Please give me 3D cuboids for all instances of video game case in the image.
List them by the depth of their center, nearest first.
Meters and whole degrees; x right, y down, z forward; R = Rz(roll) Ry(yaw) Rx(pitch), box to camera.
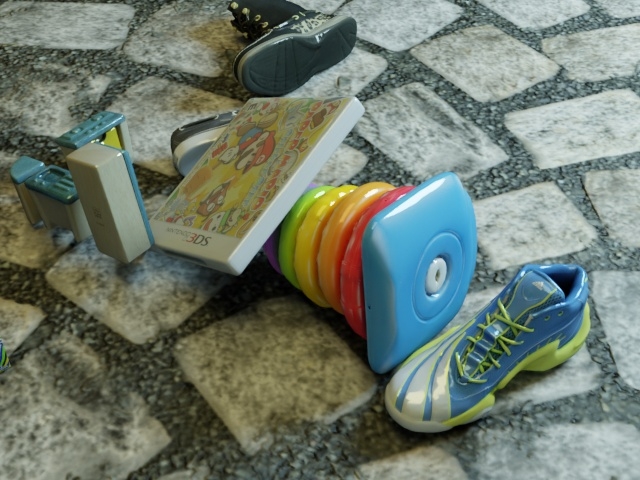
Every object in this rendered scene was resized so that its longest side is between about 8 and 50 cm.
[{"bbox_3d":[-0.082,-0.070,0.953,0.206,0.026,0.227,11,59,52],"label":"video game case"}]

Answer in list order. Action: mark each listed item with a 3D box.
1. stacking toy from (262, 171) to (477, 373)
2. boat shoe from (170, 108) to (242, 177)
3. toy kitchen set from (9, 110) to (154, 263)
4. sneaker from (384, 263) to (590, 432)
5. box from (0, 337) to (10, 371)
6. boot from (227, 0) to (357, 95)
[{"bbox_3d":[0.000,0.000,0.933,0.301,0.175,0.165,17,34,37],"label":"stacking toy"},{"bbox_3d":[-0.083,-0.141,1.121,0.228,0.080,0.076,-19,47,-11],"label":"boat shoe"},{"bbox_3d":[-0.242,-0.092,0.996,0.207,0.122,0.166,19,44,34],"label":"toy kitchen set"},{"bbox_3d":[0.163,0.086,0.835,0.240,0.126,0.091,-25,48,-26],"label":"sneaker"},{"bbox_3d":[-0.389,0.130,0.830,0.169,0.054,0.059,-31,51,-29],"label":"box"},{"bbox_3d":[-0.082,-0.294,1.278,0.178,0.085,0.236,29,43,30],"label":"boot"}]
